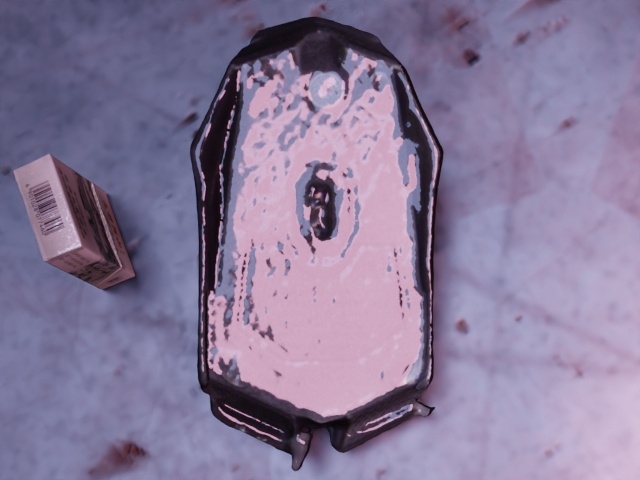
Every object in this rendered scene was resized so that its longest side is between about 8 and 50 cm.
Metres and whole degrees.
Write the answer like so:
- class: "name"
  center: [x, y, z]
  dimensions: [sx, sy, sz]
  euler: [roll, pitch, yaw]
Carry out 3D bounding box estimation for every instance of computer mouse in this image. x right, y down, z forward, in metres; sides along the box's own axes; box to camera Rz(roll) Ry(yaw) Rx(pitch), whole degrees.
- class: "computer mouse"
  center: [-0.002, 0.000, 0.722]
  dimensions: [0.126, 0.071, 0.231]
  euler: [-1, 87, -4]

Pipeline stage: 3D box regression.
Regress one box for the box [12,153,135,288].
- class: "box"
  center: [-0.128, -0.008, 0.736]
  dimensions: [0.024, 0.083, 0.054]
  euler: [-25, 75, 5]
